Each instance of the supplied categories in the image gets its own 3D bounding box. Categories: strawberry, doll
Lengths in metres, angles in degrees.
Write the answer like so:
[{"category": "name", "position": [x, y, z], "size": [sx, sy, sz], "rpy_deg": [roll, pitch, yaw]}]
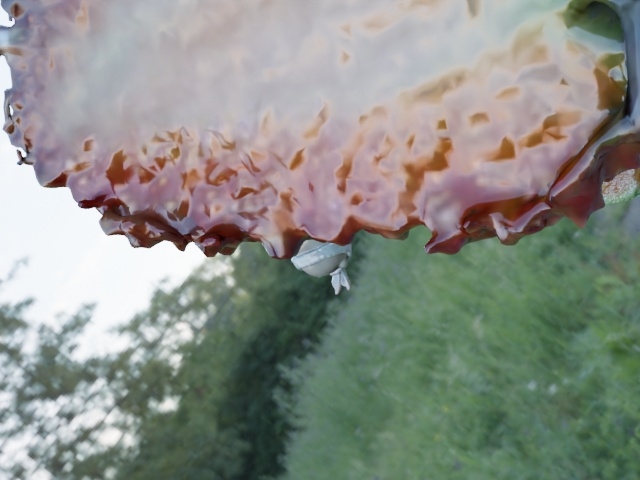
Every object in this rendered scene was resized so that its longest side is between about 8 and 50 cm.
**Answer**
[{"category": "strawberry", "position": [0.004, -0.114, 0.408], "size": [0.306, 0.234, 0.137], "rpy_deg": [-4, 13, 29]}, {"category": "doll", "position": [0.000, 0.000, 1.108], "size": [0.073, 0.127, 0.084], "rpy_deg": [-22, 19, 34]}]

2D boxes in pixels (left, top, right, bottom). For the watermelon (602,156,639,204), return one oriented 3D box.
[{"category": "watermelon", "position": [0.347, -0.108, 1.351], "size": [0.128, 0.231, 0.146], "rpy_deg": [-54, -14, 11]}]
